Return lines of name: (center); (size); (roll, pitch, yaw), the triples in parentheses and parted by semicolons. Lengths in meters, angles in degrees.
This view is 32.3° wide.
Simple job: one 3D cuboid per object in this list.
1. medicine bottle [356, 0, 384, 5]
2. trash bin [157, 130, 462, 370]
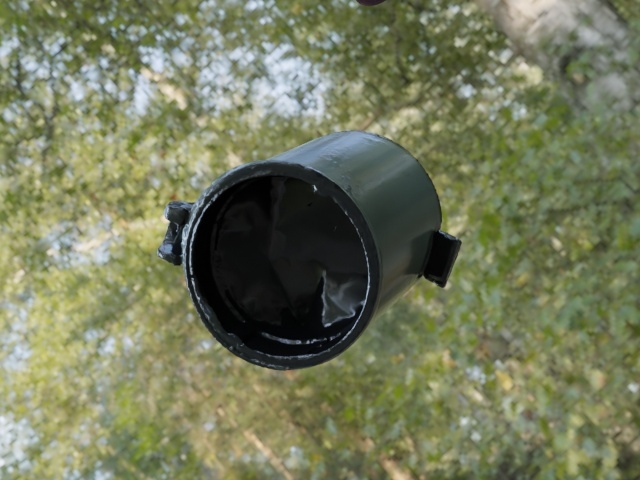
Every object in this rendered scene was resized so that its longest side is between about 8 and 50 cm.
medicine bottle: (0.001, -0.311, 1.100); (0.119, 0.188, 0.094); (-55, -33, 13)
trash bin: (0.000, 0.000, 1.224); (0.262, 0.277, 0.217); (-35, -38, -67)
